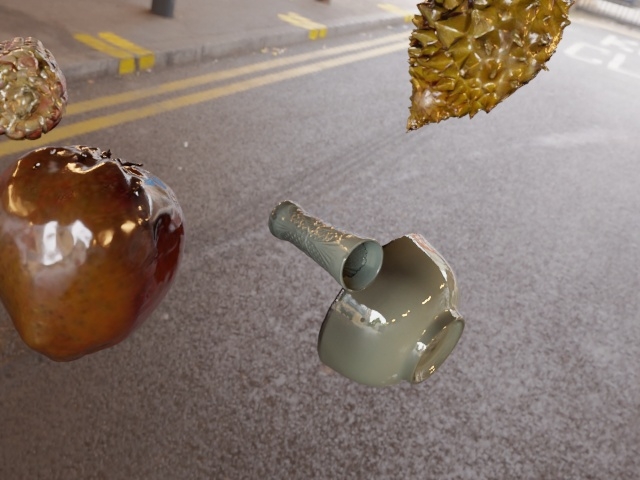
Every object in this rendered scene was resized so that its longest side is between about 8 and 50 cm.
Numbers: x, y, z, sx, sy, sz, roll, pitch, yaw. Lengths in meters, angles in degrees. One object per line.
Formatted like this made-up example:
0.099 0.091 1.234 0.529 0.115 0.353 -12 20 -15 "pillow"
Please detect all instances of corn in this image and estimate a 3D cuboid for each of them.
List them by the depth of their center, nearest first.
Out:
-0.330 -0.174 0.742 0.092 0.092 0.280 3 18 -23 "corn"

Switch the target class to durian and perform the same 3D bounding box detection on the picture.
0.188 -0.290 0.787 0.112 0.191 0.341 37 54 -31 "durian"

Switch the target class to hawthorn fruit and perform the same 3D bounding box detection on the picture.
-0.357 0.012 1.002 0.308 0.308 0.324 20 72 10 "hawthorn fruit"

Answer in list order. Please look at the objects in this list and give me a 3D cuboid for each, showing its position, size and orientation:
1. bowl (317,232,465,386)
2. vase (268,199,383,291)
0.178 0.177 1.411 0.185 0.354 0.354 37 34 28 "bowl"
0.000 0.000 1.164 0.096 0.096 0.219 -10 29 -40 "vase"
